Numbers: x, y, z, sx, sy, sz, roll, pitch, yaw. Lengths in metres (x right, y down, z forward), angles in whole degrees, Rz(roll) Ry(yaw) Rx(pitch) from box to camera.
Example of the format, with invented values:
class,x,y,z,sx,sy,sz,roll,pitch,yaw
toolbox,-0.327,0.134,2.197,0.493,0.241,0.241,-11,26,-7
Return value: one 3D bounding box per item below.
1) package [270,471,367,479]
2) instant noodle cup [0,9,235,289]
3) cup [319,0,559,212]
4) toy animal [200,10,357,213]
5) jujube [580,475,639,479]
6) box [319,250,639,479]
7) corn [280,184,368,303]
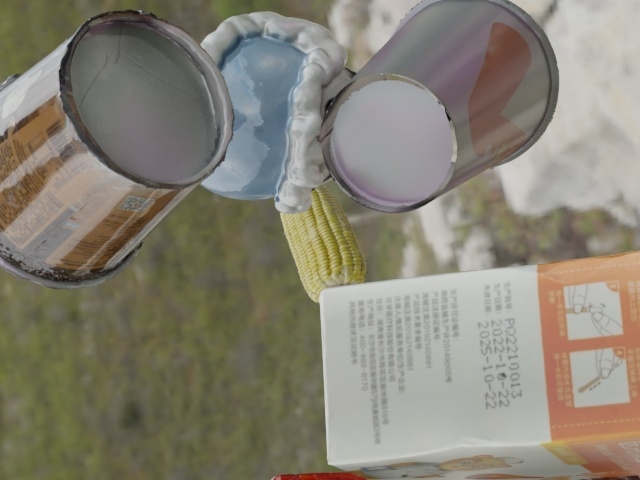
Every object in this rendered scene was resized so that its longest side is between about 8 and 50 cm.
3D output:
class,x,y,z,sx,sy,sz,roll,pitch,yaw
package,0.098,0.379,2.077,0.196,0.423,0.123,108,161,-59
instant noodle cup,-0.202,-0.089,1.505,0.207,0.217,0.217,-32,72,50
cup,0.111,-0.128,1.644,0.288,0.203,0.203,-39,-56,-64
toy animal,-0.060,-0.120,1.778,0.156,0.204,0.208,-70,-4,-48
jujube,0.273,0.321,1.836,0.232,0.213,0.213,-32,-68,-75
box,0.194,0.107,1.313,0.225,0.341,0.143,37,-134,-66
corn,0.000,0.000,2.080,0.085,0.063,0.165,-39,53,20
